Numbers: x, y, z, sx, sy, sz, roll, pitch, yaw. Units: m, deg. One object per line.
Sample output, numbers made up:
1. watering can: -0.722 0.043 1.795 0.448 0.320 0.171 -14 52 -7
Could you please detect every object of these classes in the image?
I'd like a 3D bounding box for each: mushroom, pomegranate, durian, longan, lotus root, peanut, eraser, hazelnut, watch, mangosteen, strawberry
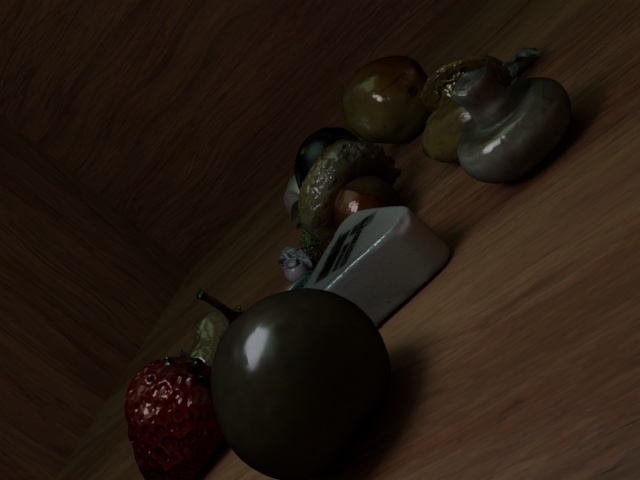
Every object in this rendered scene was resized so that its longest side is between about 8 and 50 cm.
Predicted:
1. mushroom: 0.353 -0.244 1.359 0.243 0.243 0.243 -46 13 14
2. pomegranate: 0.219 -0.453 2.276 0.319 0.319 0.319 -46 13 14
3. durian: 0.002 0.009 2.077 0.221 0.137 0.095 -111 29 -70
4. longan: -0.036 0.233 1.162 0.319 0.319 0.319 -46 13 14
5. lotus root: 0.343 -0.276 1.664 0.160 0.146 0.284 -43 6 -34
6. peanut: -0.334 0.315 2.170 0.291 0.159 0.143 -63 -7 -46
7. eraser: 0.104 0.048 1.509 0.331 0.150 0.331 -46 12 12
8. hazelnut: 0.117 -0.060 1.742 0.214 0.176 0.214 17 -90 -74
9. watch: -0.085 0.185 1.913 0.237 0.068 0.195 -48 12 -1
10. mangosteen: 0.054 -0.234 2.265 0.288 0.288 0.288 -46 13 14
11. strawberry: -0.353 0.423 1.659 0.310 0.292 0.292 -44 11 -15

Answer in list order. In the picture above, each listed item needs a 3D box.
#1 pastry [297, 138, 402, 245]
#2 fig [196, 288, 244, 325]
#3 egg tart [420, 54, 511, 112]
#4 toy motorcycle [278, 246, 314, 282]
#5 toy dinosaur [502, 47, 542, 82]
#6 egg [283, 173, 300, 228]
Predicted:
1. pastry: 0.066 -0.143 1.896 0.136 0.329 0.329 36 83 33
2. fig: -0.176 0.237 1.643 0.190 0.290 0.190 -42 38 47
3. egg tart: 0.378 -0.375 1.771 0.241 0.241 0.106 -37 53 43
4. toy motorcycle: -0.072 0.071 2.171 0.112 0.112 0.254 -48 14 5
5. toy dinosaur: 0.533 -0.480 1.816 0.167 0.053 0.242 -45 3 -16
6. egg: -0.056 -0.195 2.695 0.271 0.162 0.206 -30 24 52
